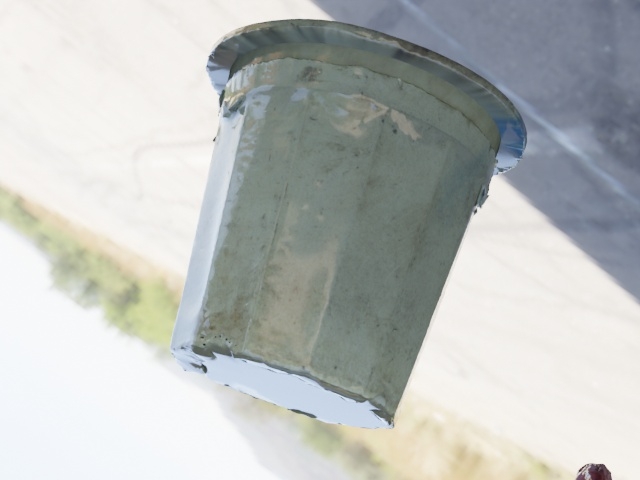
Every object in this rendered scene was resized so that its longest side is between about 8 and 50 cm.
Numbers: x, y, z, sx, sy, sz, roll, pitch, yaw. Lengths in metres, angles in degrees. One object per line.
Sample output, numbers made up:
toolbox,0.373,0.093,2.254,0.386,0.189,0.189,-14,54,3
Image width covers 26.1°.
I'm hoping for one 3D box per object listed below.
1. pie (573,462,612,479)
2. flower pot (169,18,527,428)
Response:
pie,0.318,0.358,1.676,0.049,0.182,0.182,13,166,19
flower pot,0.000,0.000,0.856,0.212,0.203,0.212,17,166,5
